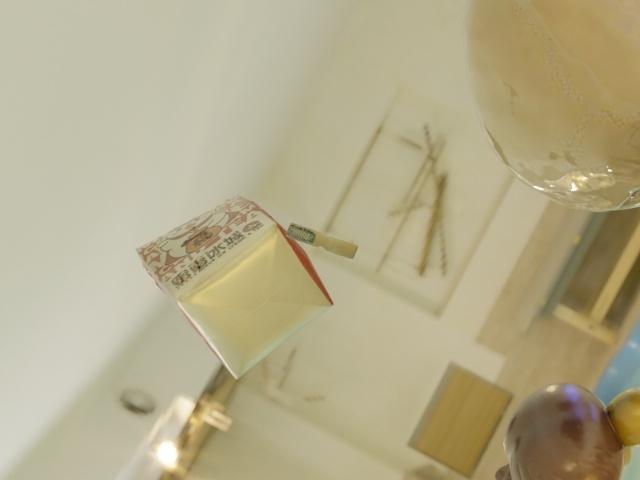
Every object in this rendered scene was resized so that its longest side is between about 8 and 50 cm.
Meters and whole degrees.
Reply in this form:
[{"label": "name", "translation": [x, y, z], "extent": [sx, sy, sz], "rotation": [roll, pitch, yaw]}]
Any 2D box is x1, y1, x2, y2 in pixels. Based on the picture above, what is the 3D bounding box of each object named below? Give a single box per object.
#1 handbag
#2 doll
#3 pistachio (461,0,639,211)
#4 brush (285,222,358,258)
[{"label": "handbag", "translation": [-0.122, 0.038, 1.685], "extent": [0.171, 0.151, 0.298], "rotation": [-37, 24, -6]}, {"label": "doll", "translation": [0.253, 0.190, 1.190], "extent": [0.096, 0.188, 0.145], "rotation": [59, -144, -34]}, {"label": "pistachio", "translation": [0.239, -0.143, 1.129], "extent": [0.226, 0.208, 0.332], "rotation": [-54, 31, 26]}, {"label": "brush", "translation": [0.000, 0.000, 1.336], "extent": [0.013, 0.084, 0.016], "rotation": [27, -97, -64]}]
